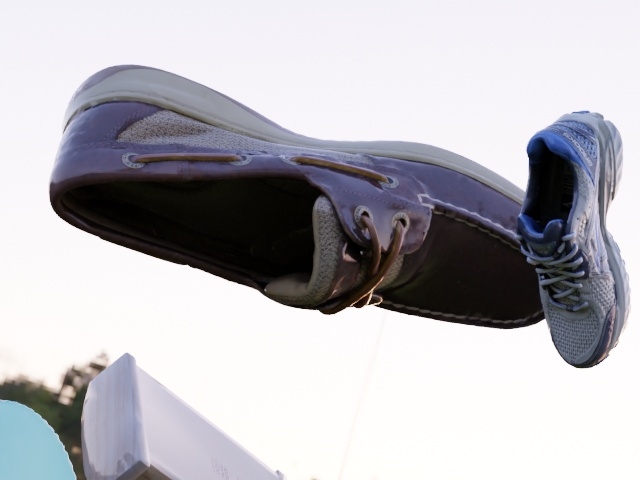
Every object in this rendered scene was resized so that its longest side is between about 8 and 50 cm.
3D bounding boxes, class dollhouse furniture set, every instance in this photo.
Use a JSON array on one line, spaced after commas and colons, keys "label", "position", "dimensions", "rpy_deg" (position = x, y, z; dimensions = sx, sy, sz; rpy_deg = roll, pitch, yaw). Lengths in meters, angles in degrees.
[{"label": "dollhouse furniture set", "position": [-0.180, 0.298, 0.975], "dimensions": [0.198, 0.303, 0.286], "rpy_deg": [43, 13, -29]}]

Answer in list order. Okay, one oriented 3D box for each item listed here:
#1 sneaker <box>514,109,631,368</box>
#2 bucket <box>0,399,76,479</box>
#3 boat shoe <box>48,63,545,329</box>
[{"label": "sneaker", "position": [0.124, 0.002, 0.649], "dimensions": [0.052, 0.135, 0.058], "rpy_deg": [0, 9, 41]}, {"label": "bucket", "position": [-0.377, 0.287, 1.240], "dimensions": [0.183, 0.281, 0.281], "rpy_deg": [-13, -28, 21]}, {"label": "boat shoe", "position": [0.000, 0.000, 0.770], "dimensions": [0.342, 0.123, 0.123], "rpy_deg": [20, -56, -12]}]
